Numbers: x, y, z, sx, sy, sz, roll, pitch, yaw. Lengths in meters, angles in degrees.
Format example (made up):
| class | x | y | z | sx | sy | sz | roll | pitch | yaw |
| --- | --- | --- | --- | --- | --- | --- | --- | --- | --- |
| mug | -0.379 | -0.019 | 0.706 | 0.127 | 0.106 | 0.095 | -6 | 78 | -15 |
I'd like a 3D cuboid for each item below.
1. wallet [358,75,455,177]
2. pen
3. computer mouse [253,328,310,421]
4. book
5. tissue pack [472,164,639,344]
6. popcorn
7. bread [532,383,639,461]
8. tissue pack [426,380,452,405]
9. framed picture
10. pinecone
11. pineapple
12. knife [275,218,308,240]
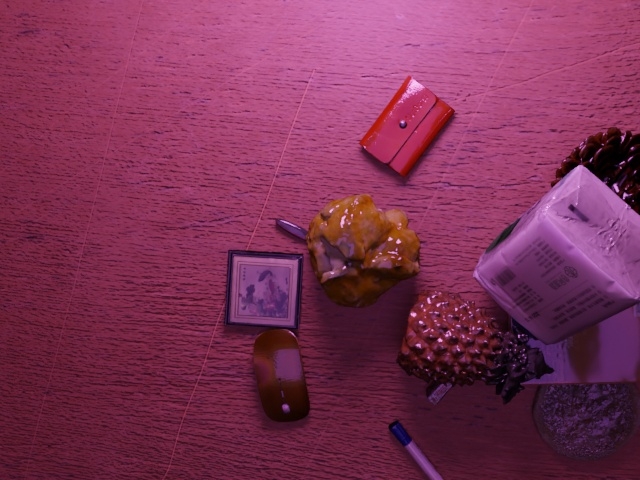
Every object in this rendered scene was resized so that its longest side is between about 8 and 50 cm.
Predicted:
| class | x | y | z | sx | sy | sz | roll | pitch | yaw |
| --- | --- | --- | --- | --- | --- | --- | --- | --- | --- |
| wallet | 0.207 | -0.273 | 1.591 | 0.142 | 0.045 | 0.204 | 37 | 98 | 1 |
| pen | 0.266 | 0.571 | 1.680 | 0.033 | 0.033 | 0.269 | -38 | 91 | 8 |
| computer mouse | -0.098 | 0.348 | 1.685 | 0.125 | 0.056 | 0.245 | -8 | 96 | 7 |
| book | 0.642 | 0.211 | 1.585 | 0.373 | 0.028 | 0.263 | -2 | 86 | 7 |
| tissue pack | 0.520 | 0.048 | 1.416 | 0.266 | 0.356 | 0.194 | 45 | 65 | 8 |
| popcorn | 0.098 | 0.016 | 1.540 | 0.276 | 0.226 | 0.277 | -5 | 125 | -8 |
| bread | 0.654 | 0.415 | 1.619 | 0.266 | 0.040 | 0.267 | 1 | 95 | 6 |
| tissue pack | 0.298 | 0.361 | 1.639 | 0.035 | 0.063 | 0.083 | 39 | 97 | -2 |
| framed picture | -0.146 | 0.124 | 1.677 | 0.199 | 0.010 | 0.195 | 3 | 89 | 5 |
| pinecone | 0.662 | -0.109 | 1.445 | 0.246 | 0.292 | 0.246 | -15 | 125 | -22 |
| pineapple | 0.368 | 0.260 | 1.532 | 0.357 | 0.223 | 0.223 | 20 | 98 | 11 |
| knife | 0.000 | 0.000 | 1.658 | 0.247 | 0.018 | 0.036 | 25 | 93 | 0 |
